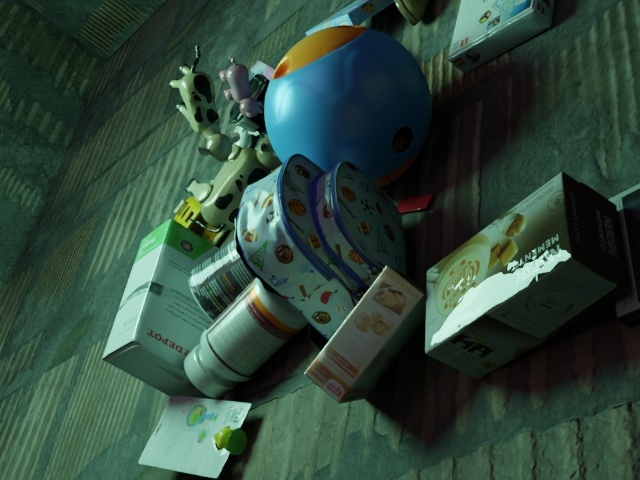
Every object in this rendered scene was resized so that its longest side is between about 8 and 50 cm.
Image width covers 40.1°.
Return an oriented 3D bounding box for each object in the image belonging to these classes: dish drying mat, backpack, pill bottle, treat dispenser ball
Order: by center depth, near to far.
[{"bbox_3d":[0.000,0.000,1.365,0.213,0.263,0.277,-42,30,26],"label":"backpack"},{"bbox_3d":[0.157,-0.061,1.461,0.083,0.008,0.032,-8,53,56],"label":"dish drying mat"},{"bbox_3d":[0.047,-0.223,1.509,0.288,0.288,0.288,-38,32,29],"label":"treat dispenser ball"},{"bbox_3d":[-0.133,0.171,1.541,0.221,0.121,0.121,-45,29,19],"label":"pill bottle"},{"bbox_3d":[-0.111,0.045,1.613,0.245,0.130,0.130,-34,32,11],"label":"pill bottle"}]

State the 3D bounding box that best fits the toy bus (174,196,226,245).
[{"bbox_3d":[-0.288,-0.050,2.044,0.202,0.104,0.191,-29,37,39],"label":"toy bus"}]

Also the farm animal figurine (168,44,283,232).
[{"bbox_3d":[-0.145,-0.158,1.643,0.172,0.330,0.327,35,107,52],"label":"farm animal figurine"}]

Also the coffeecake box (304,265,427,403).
[{"bbox_3d":[0.076,0.134,1.228,0.068,0.142,0.185,38,94,17],"label":"coffeecake box"}]

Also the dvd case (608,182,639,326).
[{"bbox_3d":[0.429,-0.023,0.971,0.238,0.029,0.179,-32,36,38],"label":"dvd case"}]

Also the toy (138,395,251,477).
[{"bbox_3d":[-0.211,0.350,1.540,0.237,0.056,0.137,-9,48,48],"label":"toy"}]

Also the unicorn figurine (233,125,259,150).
[{"bbox_3d":[-0.184,-0.249,2.145,0.111,0.060,0.162,-9,52,53],"label":"unicorn figurine"}]

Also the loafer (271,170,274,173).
[{"bbox_3d":[-0.115,-0.115,1.882,0.223,0.076,0.078,-33,30,28],"label":"loafer"}]

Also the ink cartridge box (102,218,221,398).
[{"bbox_3d":[-0.272,0.139,1.695,0.121,0.211,0.289,-29,37,39],"label":"ink cartridge box"}]

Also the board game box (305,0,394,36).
[{"bbox_3d":[0.089,-0.508,1.931,0.211,0.039,0.160,-38,18,-30],"label":"board game box"}]

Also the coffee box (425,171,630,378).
[{"bbox_3d":[0.244,0.049,1.076,0.246,0.098,0.141,-41,31,41],"label":"coffee box"}]

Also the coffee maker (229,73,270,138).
[{"bbox_3d":[-0.085,-0.280,1.896,0.120,0.178,0.171,4,63,58],"label":"coffee maker"}]

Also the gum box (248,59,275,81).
[{"bbox_3d":[-0.147,-0.389,2.236,0.107,0.062,0.188,-53,28,4],"label":"gum box"}]

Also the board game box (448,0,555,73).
[{"bbox_3d":[0.336,-0.458,1.564,0.193,0.053,0.305,-23,41,47],"label":"board game box"}]

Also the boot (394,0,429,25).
[{"bbox_3d":[0.217,-0.570,1.831,0.115,0.112,0.305,-19,41,33],"label":"boot"}]
